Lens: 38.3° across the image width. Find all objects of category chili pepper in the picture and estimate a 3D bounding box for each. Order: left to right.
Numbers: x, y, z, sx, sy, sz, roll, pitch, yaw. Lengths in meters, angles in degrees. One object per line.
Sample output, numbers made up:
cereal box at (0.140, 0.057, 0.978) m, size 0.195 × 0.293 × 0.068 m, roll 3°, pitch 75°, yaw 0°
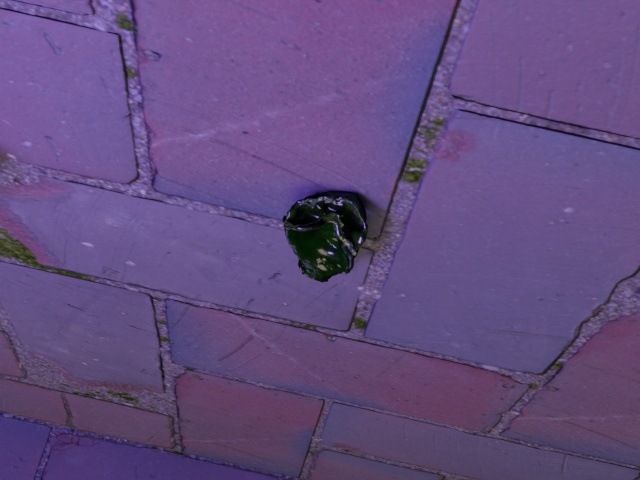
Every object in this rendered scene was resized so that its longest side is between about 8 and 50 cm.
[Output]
chili pepper at (-0.001, 0.002, 1.233) m, size 0.108 × 0.062 × 0.216 m, roll 20°, pitch 152°, yaw 0°
